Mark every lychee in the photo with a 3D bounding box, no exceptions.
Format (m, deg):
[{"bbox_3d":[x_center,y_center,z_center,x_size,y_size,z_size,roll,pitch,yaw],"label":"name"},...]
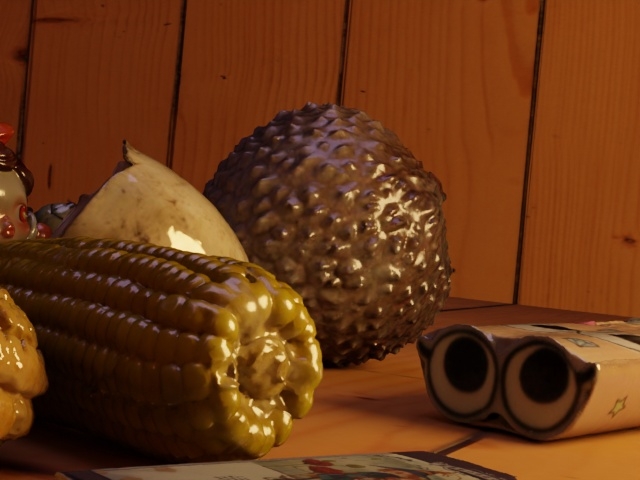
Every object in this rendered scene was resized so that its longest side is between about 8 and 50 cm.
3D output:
[{"bbox_3d":[0.004,0.003,1.242,0.300,0.299,0.300,5,1,0],"label":"lychee"}]

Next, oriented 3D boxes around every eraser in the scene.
[{"bbox_3d":[0.233,0.111,1.006,0.171,0.087,0.291,8,3,43],"label":"eraser"}]

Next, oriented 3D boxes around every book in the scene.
[{"bbox_3d":[0.007,0.128,0.579,0.231,0.026,0.157,4,1,-33],"label":"book"}]

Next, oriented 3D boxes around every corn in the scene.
[{"bbox_3d":[-0.151,0.062,0.766,0.345,0.131,0.131,4,0,41],"label":"corn"}]

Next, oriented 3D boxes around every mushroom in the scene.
[{"bbox_3d":[-0.155,0.046,0.997,0.189,0.195,0.254,38,-10,-6],"label":"mushroom"}]

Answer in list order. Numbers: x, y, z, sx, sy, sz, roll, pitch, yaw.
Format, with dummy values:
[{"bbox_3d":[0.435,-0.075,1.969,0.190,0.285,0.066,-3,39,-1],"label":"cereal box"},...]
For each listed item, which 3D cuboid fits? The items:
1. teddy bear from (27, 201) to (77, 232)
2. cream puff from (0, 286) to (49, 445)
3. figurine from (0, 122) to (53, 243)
[{"bbox_3d":[-0.401,0.013,1.632,0.256,0.156,0.267,4,41,-39],"label":"teddy bear"},{"bbox_3d":[-0.235,0.055,0.625,0.189,0.129,0.189,8,1,0],"label":"cream puff"},{"bbox_3d":[-0.358,-0.015,1.243,0.184,0.226,0.160,5,0,-36],"label":"figurine"}]
